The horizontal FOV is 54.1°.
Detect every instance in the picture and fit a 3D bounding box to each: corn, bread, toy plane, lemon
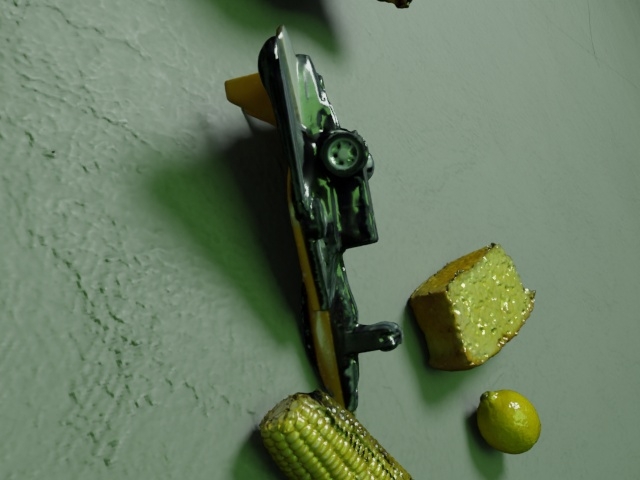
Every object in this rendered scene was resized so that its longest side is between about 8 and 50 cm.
[{"bbox_3d":[0.032,0.196,0.492,0.203,0.072,0.072,49,46,-17],"label":"corn"},{"bbox_3d":[0.169,0.070,0.683,0.187,0.065,0.103,-30,93,-45],"label":"bread"},{"bbox_3d":[0.012,-0.003,0.534,0.204,0.102,0.316,1,72,-80],"label":"toy plane"},{"bbox_3d":[0.196,0.189,0.659,0.083,0.062,0.062,50,46,-11],"label":"lemon"}]

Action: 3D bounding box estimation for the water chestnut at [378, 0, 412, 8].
[{"bbox_3d":[0.034,-0.344,0.623,0.238,0.223,0.224,44,48,-18],"label":"water chestnut"}]
